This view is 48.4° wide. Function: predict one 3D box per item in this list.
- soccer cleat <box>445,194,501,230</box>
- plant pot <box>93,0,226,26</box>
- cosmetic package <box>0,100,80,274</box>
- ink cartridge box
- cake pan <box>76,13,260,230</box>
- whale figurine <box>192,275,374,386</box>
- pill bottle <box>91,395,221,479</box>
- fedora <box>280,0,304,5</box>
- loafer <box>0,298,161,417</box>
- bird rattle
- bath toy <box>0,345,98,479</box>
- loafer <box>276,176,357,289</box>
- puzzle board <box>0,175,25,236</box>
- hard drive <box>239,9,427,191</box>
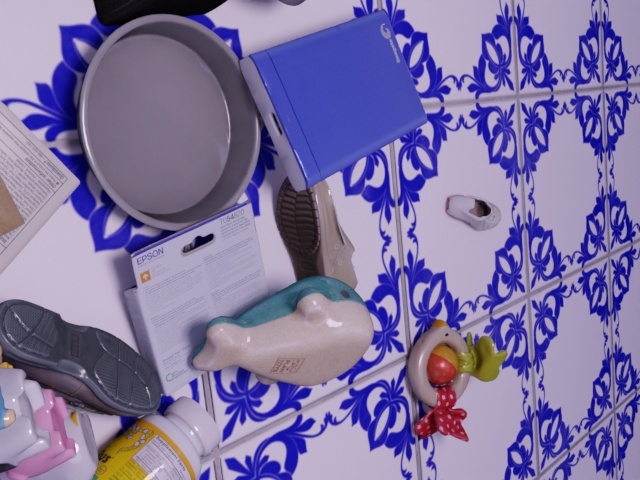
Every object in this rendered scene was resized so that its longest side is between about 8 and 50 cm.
[{"bbox_3d":[0.352,-0.060,1.559,0.196,0.076,0.068,12,84,-46],"label":"soccer cleat"},{"bbox_3d":[-0.187,-0.393,0.920,0.187,0.167,0.188,-24,111,-42],"label":"plant pot"},{"bbox_3d":[-0.422,-0.003,0.742,0.160,0.113,0.309,53,58,-33],"label":"cosmetic package"},{"bbox_3d":[-0.173,0.076,1.036,0.223,0.045,0.224,-28,120,-41],"label":"ink cartridge box"},{"bbox_3d":[-0.209,-0.160,0.992,0.293,0.054,0.293,-3,95,-46],"label":"cake pan"},{"bbox_3d":[-0.057,0.127,1.056,0.272,0.216,0.141,0,49,-28],"label":"whale figurine"},{"bbox_3d":[-0.235,0.308,0.950,0.208,0.118,0.117,-40,120,-36],"label":"pill bottle"},{"bbox_3d":[-0.080,-0.484,1.030,0.243,0.124,0.275,-57,146,-42],"label":"fedora"},{"bbox_3d":[-0.318,0.157,0.899,0.267,0.084,0.096,44,31,-42],"label":"loafer"},{"bbox_3d":[0.252,0.282,1.482,0.253,0.143,0.207,-49,114,-17],"label":"bird rattle"},{"bbox_3d":[-0.342,0.192,0.754,0.129,0.348,0.151,-18,64,-10],"label":"bath toy"},{"bbox_3d":[0.000,0.000,1.192,0.092,0.102,0.268,-34,125,-41],"label":"loafer"},{"bbox_3d":[-0.367,-0.051,0.709,0.096,0.011,0.128,-37,116,-37],"label":"puzzle board"},{"bbox_3d":[0.035,-0.234,1.146,0.319,0.040,0.210,-32,103,-40],"label":"hard drive"}]
